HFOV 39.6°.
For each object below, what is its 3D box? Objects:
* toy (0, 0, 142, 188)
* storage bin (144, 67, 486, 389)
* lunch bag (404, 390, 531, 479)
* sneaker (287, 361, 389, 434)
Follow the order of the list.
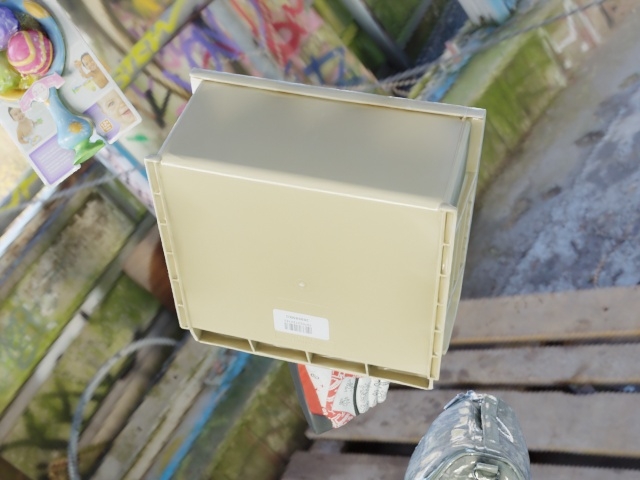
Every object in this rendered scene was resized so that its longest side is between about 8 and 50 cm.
[{"bbox_3d":[-0.315,-0.183,0.936,0.137,0.237,0.056,-34,10,13],"label":"toy"},{"bbox_3d":[0.000,0.000,0.819,0.262,0.260,0.123,10,47,12],"label":"storage bin"},{"bbox_3d":[0.234,0.395,1.387,0.305,0.212,0.256,-37,-38,-78],"label":"lunch bag"},{"bbox_3d":[0.024,0.165,1.339,0.145,0.270,0.090,-22,36,-13],"label":"sneaker"}]
